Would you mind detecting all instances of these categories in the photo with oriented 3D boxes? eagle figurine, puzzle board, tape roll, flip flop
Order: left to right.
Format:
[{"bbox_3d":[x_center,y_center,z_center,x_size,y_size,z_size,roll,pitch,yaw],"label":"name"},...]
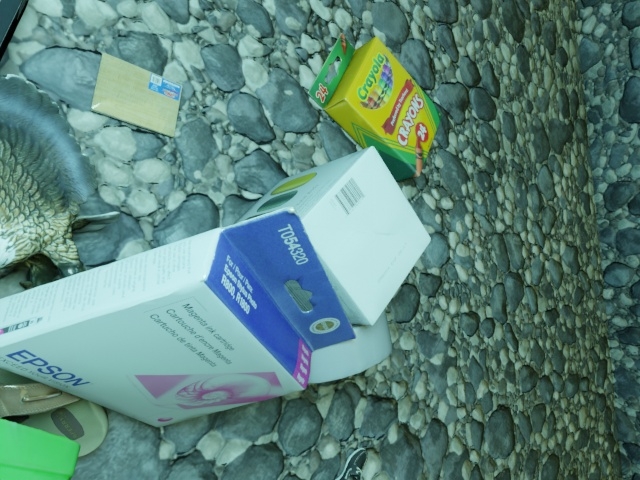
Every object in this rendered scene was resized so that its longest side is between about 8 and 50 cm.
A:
[{"bbox_3d":[-0.361,-0.035,0.473,0.226,0.225,0.298,-39,126,-25],"label":"eagle figurine"},{"bbox_3d":[-0.347,0.192,0.515,0.112,0.080,0.277,-19,125,-10],"label":"flip flop"},{"bbox_3d":[-0.295,-0.233,0.699,0.128,0.011,0.096,14,76,-37],"label":"puzzle board"},{"bbox_3d":[0.014,0.174,0.765,0.219,0.219,0.072,-15,96,-38],"label":"tape roll"}]

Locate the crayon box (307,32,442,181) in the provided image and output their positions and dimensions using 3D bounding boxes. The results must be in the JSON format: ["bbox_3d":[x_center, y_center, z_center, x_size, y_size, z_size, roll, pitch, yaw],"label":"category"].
[{"bbox_3d":[0.139,-0.312,0.997,0.318,0.081,0.202,36,66,-29],"label":"crayon box"}]

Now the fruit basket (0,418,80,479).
[{"bbox_3d":[-0.442,0.202,0.353,0.392,0.392,0.283,-55,161,-28],"label":"fruit basket"}]

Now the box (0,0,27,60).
[{"bbox_3d":[-0.484,-0.249,0.497,0.184,0.103,0.261,25,71,-38],"label":"box"}]

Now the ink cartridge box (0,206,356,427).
[{"bbox_3d":[-0.136,0.126,0.521,0.324,0.330,0.071,65,11,-52],"label":"ink cartridge box"}]

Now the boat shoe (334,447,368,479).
[{"bbox_3d":[0.064,0.488,0.888,0.125,0.038,0.046,-38,108,-34],"label":"boat shoe"}]

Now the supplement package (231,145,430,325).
[{"bbox_3d":[0.000,0.000,0.743,0.199,0.263,0.198,-49,113,-30],"label":"supplement package"}]
